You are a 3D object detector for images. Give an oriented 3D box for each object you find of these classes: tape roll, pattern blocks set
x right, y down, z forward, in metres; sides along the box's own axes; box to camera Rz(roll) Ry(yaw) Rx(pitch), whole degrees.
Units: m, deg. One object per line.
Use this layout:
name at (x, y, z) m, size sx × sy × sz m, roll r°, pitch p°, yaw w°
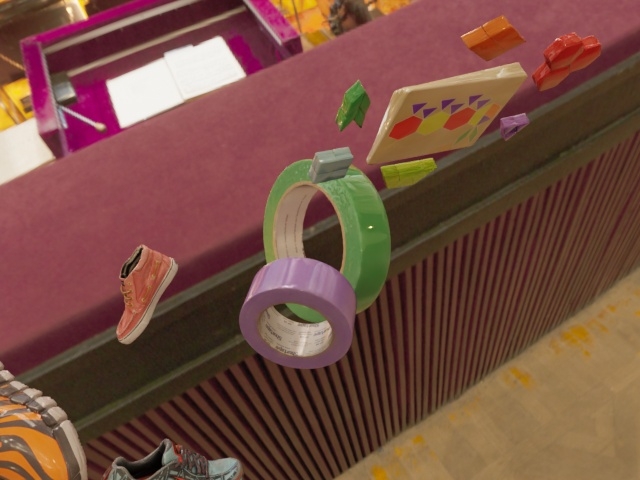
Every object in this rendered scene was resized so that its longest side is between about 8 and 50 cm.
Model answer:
tape roll at (0.000, 0.000, 1.038) m, size 0.077 × 0.321 × 0.321 m, roll -6°, pitch 43°, yaw -38°
pattern blocks set at (0.150, -0.152, 0.632) m, size 0.324 × 0.285 × 0.026 m, roll -11°, pitch 66°, yaw -30°
tape roll at (-0.036, 0.125, 0.876) m, size 0.189 × 0.189 × 0.080 m, roll 0°, pitch 36°, yaw 10°

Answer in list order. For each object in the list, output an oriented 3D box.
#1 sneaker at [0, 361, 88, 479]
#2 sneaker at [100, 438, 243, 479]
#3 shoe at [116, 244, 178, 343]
sneaker at (-0.427, 0.232, 0.594) m, size 0.321 × 0.125 × 0.180 m, roll 25°, pitch 20°, yaw 24°
sneaker at (-0.256, 0.423, 0.938) m, size 0.261 × 0.125 × 0.104 m, roll 1°, pitch 5°, yaw -34°
shoe at (-0.341, 0.097, 0.950) m, size 0.063 × 0.081 × 0.178 m, roll 18°, pitch 76°, yaw 49°
